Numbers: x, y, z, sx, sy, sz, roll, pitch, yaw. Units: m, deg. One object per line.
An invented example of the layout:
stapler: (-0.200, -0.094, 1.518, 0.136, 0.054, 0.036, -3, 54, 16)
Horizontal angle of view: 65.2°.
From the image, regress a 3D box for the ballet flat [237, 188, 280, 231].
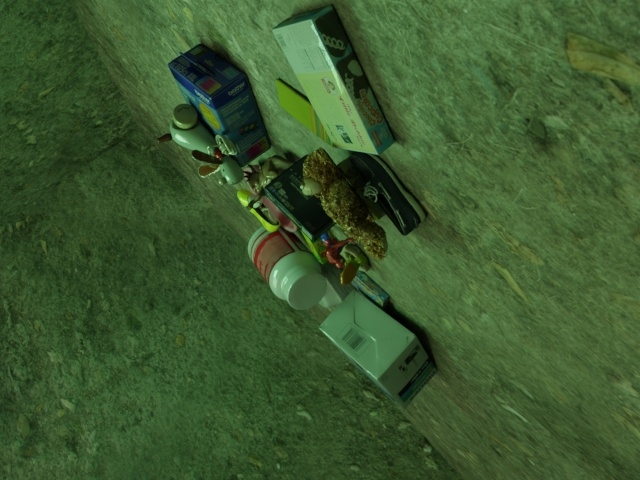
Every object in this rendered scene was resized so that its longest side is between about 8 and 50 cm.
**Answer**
ballet flat: (-0.250, -0.134, 2.098, 0.231, 0.077, 0.077, 50, 144, -12)

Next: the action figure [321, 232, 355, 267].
action figure: (0.052, -0.024, 1.805, 0.091, 0.139, 0.280, 67, 179, -56)

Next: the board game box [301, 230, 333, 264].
board game box: (0.000, 0.000, 1.967, 0.043, 0.092, 0.181, 32, 157, 46)

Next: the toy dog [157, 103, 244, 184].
toy dog: (-0.429, -0.312, 1.729, 0.334, 0.161, 0.220, 43, 164, 22)

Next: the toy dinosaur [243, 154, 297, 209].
toy dinosaur: (-0.177, -0.227, 1.753, 0.296, 0.127, 0.200, -43, 46, 40)

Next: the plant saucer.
plant saucer: (-0.180, -0.184, 2.051, 0.332, 0.084, 0.332, 46, 165, 16)

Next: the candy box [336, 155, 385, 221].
candy box: (0.106, -0.140, 1.409, 0.186, 0.053, 0.109, 50, 164, -8)

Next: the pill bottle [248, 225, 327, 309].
pill bottle: (-0.139, 0.108, 2.117, 0.407, 0.229, 0.229, 47, 168, 50)

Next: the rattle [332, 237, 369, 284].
rattle: (0.077, 0.080, 1.873, 0.200, 0.142, 0.130, 29, 174, 38)

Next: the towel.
towel: (-0.039, -0.353, 1.371, 0.237, 0.021, 0.102, 42, 158, 28)

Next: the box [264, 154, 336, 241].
box: (-0.032, -0.135, 1.560, 0.232, 0.183, 0.059, 45, 164, 18)

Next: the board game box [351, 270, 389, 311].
board game box: (0.189, 0.189, 1.997, 0.201, 0.035, 0.136, 42, 163, 24)

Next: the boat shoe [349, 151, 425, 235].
boat shoe: (0.153, -0.123, 1.264, 0.254, 0.079, 0.095, 50, 168, 2)

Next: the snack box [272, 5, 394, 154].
snack box: (0.030, -0.344, 1.116, 0.187, 0.060, 0.322, 26, 153, 56)

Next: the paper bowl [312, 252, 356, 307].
paper bowl: (0.019, 0.193, 2.280, 0.284, 0.148, 0.284, 45, 166, 15)

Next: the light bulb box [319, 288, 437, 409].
light bulb box: (0.239, 0.445, 2.039, 0.358, 0.225, 0.361, 35, 167, 42)

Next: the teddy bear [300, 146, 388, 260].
teddy bear: (0.060, -0.079, 1.310, 0.338, 0.113, 0.245, 51, -172, -19)

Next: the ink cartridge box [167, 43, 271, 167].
ink cartridge box: (-0.346, -0.476, 1.699, 0.270, 0.151, 0.395, 40, 161, 30)
